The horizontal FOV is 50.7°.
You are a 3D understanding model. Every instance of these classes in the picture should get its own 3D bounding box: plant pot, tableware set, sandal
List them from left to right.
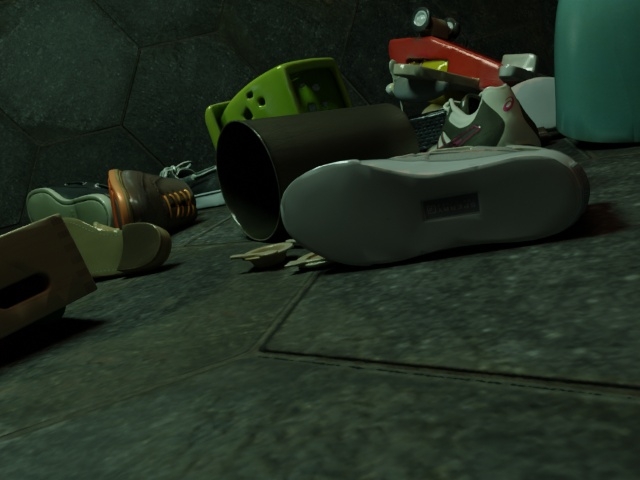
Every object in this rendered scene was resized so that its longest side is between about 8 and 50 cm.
[{"bbox_3d":[-0.285,0.020,0.907,0.240,0.088,0.079,-1,-16,27],"label":"sandal"},{"bbox_3d":[-0.063,-0.184,1.219,0.207,0.228,0.227,-15,10,29],"label":"plant pot"},{"bbox_3d":[0.000,0.000,0.705,0.141,0.020,0.168,-7,13,37],"label":"tableware set"},{"bbox_3d":[0.449,-0.288,0.890,0.293,0.235,0.293,-14,21,5],"label":"plant pot"}]

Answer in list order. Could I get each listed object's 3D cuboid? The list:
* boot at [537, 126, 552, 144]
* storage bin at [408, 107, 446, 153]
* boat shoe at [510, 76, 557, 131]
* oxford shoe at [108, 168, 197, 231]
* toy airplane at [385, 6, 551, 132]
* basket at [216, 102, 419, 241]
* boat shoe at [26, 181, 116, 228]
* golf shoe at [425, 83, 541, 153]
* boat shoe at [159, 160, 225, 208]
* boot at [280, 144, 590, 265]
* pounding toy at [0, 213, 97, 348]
[{"bbox_3d":[0.296,-0.159,1.079,0.114,0.037,0.106,-22,25,-18],"label":"boot"},{"bbox_3d":[0.236,-0.209,1.298,0.122,0.084,0.180,-8,12,29],"label":"storage bin"},{"bbox_3d":[0.428,-0.227,1.125,0.267,0.096,0.088,-14,-19,9],"label":"boat shoe"},{"bbox_3d":[-0.286,-0.069,1.178,0.132,0.130,0.364,-8,11,-7],"label":"oxford shoe"},{"bbox_3d":[0.337,-0.356,1.595,0.386,0.272,0.384,21,22,-6],"label":"toy airplane"},{"bbox_3d":[0.003,-0.100,0.893,0.227,0.154,0.204,-16,12,-26],"label":"basket"},{"bbox_3d":[-0.514,-0.069,1.469,0.340,0.127,0.113,-3,14,41],"label":"boat shoe"},{"bbox_3d":[0.188,-0.120,0.812,0.105,0.120,0.273,-18,10,-9],"label":"golf shoe"},{"bbox_3d":[-0.302,-0.117,1.487,0.306,0.105,0.113,-6,13,36],"label":"boat shoe"},{"bbox_3d":[0.103,-0.035,0.605,0.258,0.095,0.123,-1,9,22],"label":"boot"},{"bbox_3d":[-0.348,0.069,0.646,0.206,0.094,0.181,-17,11,46],"label":"pounding toy"}]
